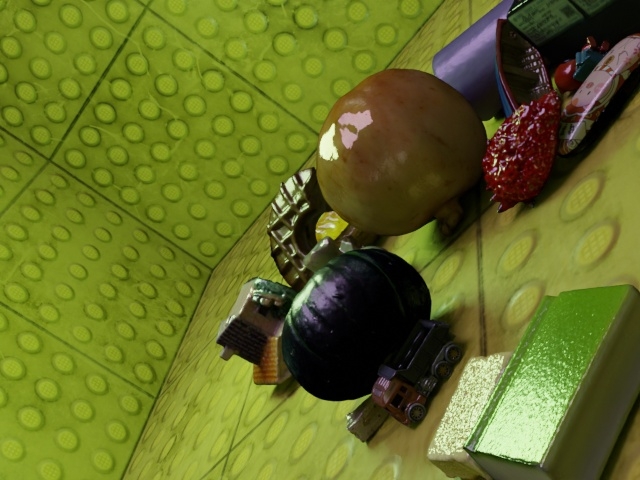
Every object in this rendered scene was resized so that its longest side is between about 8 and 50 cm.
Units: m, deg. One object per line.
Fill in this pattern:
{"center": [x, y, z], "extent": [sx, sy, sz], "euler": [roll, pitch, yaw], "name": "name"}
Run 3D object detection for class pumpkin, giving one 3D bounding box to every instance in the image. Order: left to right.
{"center": [0.062, 0.152, 1.646], "extent": [0.315, 0.238, 0.315], "euler": [-32, -31, -22], "name": "pumpkin"}

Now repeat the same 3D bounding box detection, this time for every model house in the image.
{"center": [-0.133, 0.253, 2.243], "extent": [0.202, 0.237, 0.237], "euler": [-11, 49, 62], "name": "model house"}

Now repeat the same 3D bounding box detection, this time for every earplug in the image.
{"center": [0.487, -0.492, 1.988], "extent": [0.456, 0.215, 0.215], "euler": [-40, 20, 39], "name": "earplug"}

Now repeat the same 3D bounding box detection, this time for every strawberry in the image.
{"center": [0.380, -0.170, 1.602], "extent": [0.228, 0.098, 0.174], "euler": [111, 160, -54], "name": "strawberry"}

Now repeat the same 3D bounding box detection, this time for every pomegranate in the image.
{"center": [0.194, -0.182, 1.924], "extent": [0.411, 0.412, 0.411], "euler": [-51, 14, 17], "name": "pomegranate"}

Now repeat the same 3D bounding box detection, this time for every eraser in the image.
{"center": [0.315, 0.195, 1.109], "extent": [0.274, 0.092, 0.210], "euler": [-57, 13, -17], "name": "eraser"}

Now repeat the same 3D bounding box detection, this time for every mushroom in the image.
{"center": [0.056, 0.095, 1.972], "extent": [0.243, 0.244, 0.243], "euler": [-51, 14, 17], "name": "mushroom"}

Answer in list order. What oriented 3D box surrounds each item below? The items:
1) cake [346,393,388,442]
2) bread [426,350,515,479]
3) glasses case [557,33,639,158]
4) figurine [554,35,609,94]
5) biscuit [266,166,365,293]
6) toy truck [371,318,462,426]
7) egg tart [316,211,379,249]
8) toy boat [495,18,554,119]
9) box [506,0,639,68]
{"center": [0.103, 0.327, 1.614], "extent": [0.121, 0.052, 0.065], "euler": [-47, 10, 27], "name": "cake"}
{"center": [0.240, 0.260, 1.256], "extent": [0.188, 0.068, 0.125], "euler": [-61, 15, -23], "name": "bread"}
{"center": [0.523, -0.269, 1.581], "extent": [0.266, 0.067, 0.103], "euler": [-54, 13, 5], "name": "glasses case"}
{"center": [0.536, -0.352, 1.751], "extent": [0.140, 0.068, 0.075], "euler": [129, 153, -62], "name": "figurine"}
{"center": [-0.016, 0.003, 2.234], "extent": [0.268, 0.366, 0.115], "euler": [-44, -25, 30], "name": "biscuit"}
{"center": [0.171, 0.230, 1.519], "extent": [0.192, 0.092, 0.083], "euler": [-57, 14, -7], "name": "toy truck"}
{"center": [0.100, -0.047, 2.389], "extent": [0.319, 0.128, 0.319], "euler": [-48, 18, 22], "name": "egg tart"}
{"center": [0.430, -0.309, 1.791], "extent": [0.079, 0.136, 0.392], "euler": [128, 146, -51], "name": "toy boat"}
{"center": [0.544, -0.467, 1.689], "extent": [0.058, 0.211, 0.350], "euler": [-58, 14, -22], "name": "box"}
